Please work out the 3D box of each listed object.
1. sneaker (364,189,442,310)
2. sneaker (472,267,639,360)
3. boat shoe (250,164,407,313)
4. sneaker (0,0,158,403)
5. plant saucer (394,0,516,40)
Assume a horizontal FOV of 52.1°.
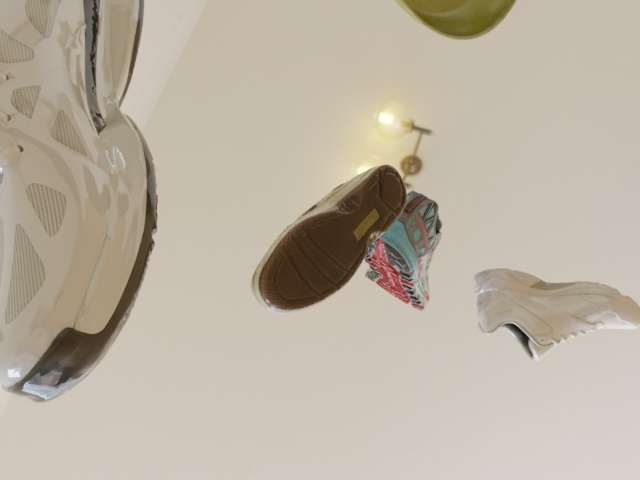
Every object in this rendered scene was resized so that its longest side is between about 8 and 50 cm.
[{"bbox_3d":[0.134,0.015,0.926,0.125,0.104,0.262,-54,-17,-10],"label":"sneaker"},{"bbox_3d":[0.320,0.111,0.897,0.090,0.232,0.115,80,-161,-74],"label":"sneaker"},{"bbox_3d":[0.000,0.000,0.563,0.190,0.072,0.068,-38,-68,-40],"label":"boat shoe"},{"bbox_3d":[-0.274,-0.108,0.484,0.257,0.169,0.448,25,-137,-43],"label":"sneaker"},{"bbox_3d":[0.094,-0.278,0.505,0.240,0.037,0.241,-10,-75,-43],"label":"plant saucer"}]
